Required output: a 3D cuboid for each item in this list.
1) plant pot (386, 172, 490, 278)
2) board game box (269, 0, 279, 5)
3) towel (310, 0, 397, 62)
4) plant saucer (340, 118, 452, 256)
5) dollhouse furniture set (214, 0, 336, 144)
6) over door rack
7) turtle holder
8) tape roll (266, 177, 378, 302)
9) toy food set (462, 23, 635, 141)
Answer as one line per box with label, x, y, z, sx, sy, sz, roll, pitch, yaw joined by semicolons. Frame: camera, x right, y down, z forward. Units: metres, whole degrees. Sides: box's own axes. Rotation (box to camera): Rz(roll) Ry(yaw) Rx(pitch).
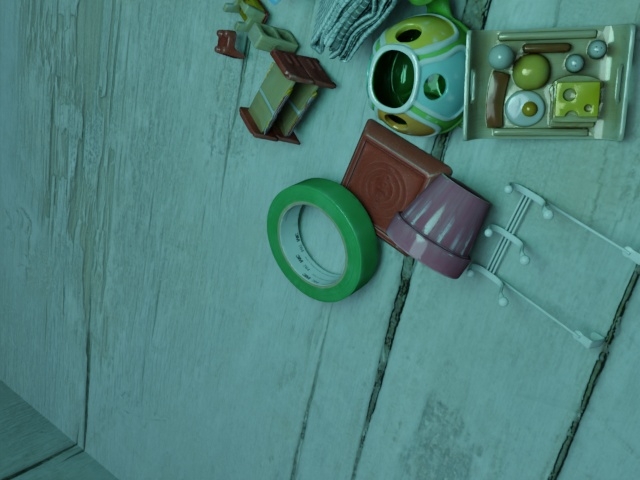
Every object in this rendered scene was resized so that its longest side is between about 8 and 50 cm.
plant pot;0.275;-0.043;1.488;0.201;0.201;0.180;38;107;23
board game box;-0.034;-0.665;1.570;0.211;0.160;0.039;-26;126;38
towel;0.090;-0.542;1.418;0.283;0.121;0.235;136;148;-60
plant saucer;0.158;-0.125;1.635;0.259;0.047;0.259;36;121;23
dollhouse furniture set;-0.139;-0.453;1.731;0.201;0.152;0.374;-51;54;35
over door rack;0.483;0.053;1.401;0.324;0.108;0.240;33;121;25
turtle holder;0.223;-0.372;1.403;0.243;0.227;0.320;44;124;20
tape roll;0.000;0.000;1.732;0.321;0.077;0.322;21;124;36
toy food set;0.438;-0.303;1.304;0.305;0.092;0.220;3;105;17
